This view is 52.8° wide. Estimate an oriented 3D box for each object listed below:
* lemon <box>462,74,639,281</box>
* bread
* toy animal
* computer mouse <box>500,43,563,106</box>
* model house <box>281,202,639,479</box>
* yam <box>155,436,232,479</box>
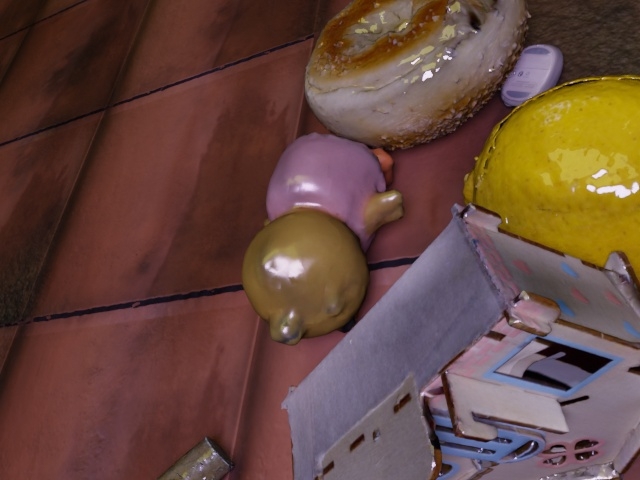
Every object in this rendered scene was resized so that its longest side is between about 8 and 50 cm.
[{"bbox_3d":[0.256,-0.048,0.598,0.260,0.204,0.204,1,59,35],"label":"lemon"},{"bbox_3d":[0.125,-0.236,0.838,0.306,0.158,0.305,-26,37,21],"label":"bread"},{"bbox_3d":[-0.002,-0.001,0.752,0.196,0.169,0.281,-10,53,31],"label":"toy animal"},{"bbox_3d":[0.269,-0.204,0.816,0.066,0.039,0.096,20,78,41],"label":"computer mouse"},{"bbox_3d":[0.142,0.143,0.540,0.326,0.244,0.169,-53,33,38],"label":"model house"},{"bbox_3d":[-0.160,0.281,0.730,0.132,0.054,0.054,-42,46,-1],"label":"yam"}]
